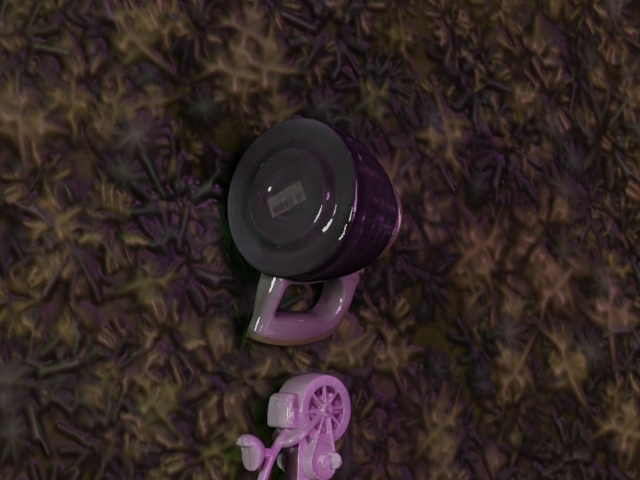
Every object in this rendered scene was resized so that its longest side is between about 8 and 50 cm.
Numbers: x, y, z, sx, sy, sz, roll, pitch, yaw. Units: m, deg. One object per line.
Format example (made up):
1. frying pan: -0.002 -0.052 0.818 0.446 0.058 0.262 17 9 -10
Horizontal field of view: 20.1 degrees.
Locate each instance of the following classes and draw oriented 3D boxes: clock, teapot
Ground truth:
1. clock: -0.015 0.141 1.043 0.087 0.041 0.129 7 84 -42
2. teapot: -0.004 -0.007 1.063 0.091 0.124 0.092 15 32 -53
